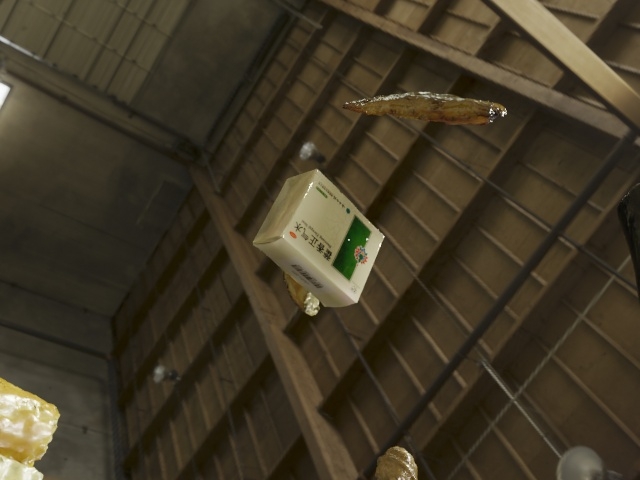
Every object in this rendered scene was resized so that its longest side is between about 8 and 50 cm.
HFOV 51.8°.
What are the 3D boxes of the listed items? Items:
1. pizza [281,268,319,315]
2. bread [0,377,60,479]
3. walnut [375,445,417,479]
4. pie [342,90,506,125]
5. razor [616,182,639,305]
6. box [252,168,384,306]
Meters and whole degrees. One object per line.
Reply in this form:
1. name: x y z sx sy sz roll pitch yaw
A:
1. pizza: -0.009 0.006 1.469 0.223 0.089 0.323 -51 -145 29
2. bread: -0.492 0.184 0.667 0.237 0.375 0.165 -24 -138 25
3. walnut: 0.142 0.436 1.242 0.083 0.096 0.079 6 -136 38
4. pie: 0.119 -0.144 0.714 0.170 0.092 0.034 9 -71 25
5. razor: 0.370 0.008 0.713 0.090 0.054 0.148 108 -16 -58
6. box: 0.000 0.000 1.243 0.095 0.212 0.168 -10 -134 49
